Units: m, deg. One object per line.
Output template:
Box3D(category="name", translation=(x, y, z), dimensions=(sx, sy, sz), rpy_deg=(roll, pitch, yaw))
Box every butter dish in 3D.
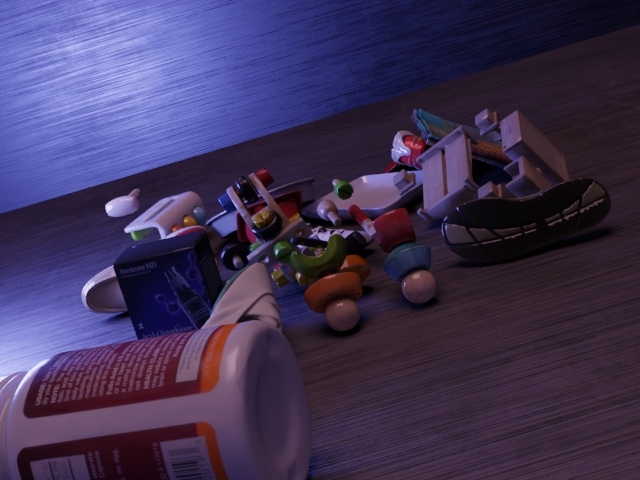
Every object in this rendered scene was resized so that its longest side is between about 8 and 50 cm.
Box3D(category="butter dish", translation=(-0.100, -0.021, 2.012), dimensions=(0.160, 0.118, 0.160), rpy_deg=(-21, -25, -13))

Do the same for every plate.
Box3D(category="plate", translation=(0.135, -0.107, 2.177), dimensions=(0.277, 0.045, 0.278), rpy_deg=(-2, 21, 42))

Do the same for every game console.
Box3D(category="game console", translation=(0.243, -0.204, 2.452), dimensions=(0.124, 0.085, 0.144), rpy_deg=(20, 26, 10))

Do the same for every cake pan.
Box3D(category="cake pan", translation=(-0.140, -0.075, 2.187), dimensions=(0.293, 0.054, 0.293), rpy_deg=(-23, -2, -1))

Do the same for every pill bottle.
Box3D(category="pill bottle", translation=(-0.229, 0.233, 1.065), dimensions=(0.393, 0.224, 0.224), rpy_deg=(-11, 17, 17))

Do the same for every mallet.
Box3D(category="mallet", translation=(0.018, 0.002, 1.560), dimensions=(0.062, 0.039, 0.190), rpy_deg=(-39, -25, 19))

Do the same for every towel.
Box3D(category="towel", translation=(0.374, -0.254, 2.214), dimensions=(0.272, 0.040, 0.370), rpy_deg=(16, 16, -4))

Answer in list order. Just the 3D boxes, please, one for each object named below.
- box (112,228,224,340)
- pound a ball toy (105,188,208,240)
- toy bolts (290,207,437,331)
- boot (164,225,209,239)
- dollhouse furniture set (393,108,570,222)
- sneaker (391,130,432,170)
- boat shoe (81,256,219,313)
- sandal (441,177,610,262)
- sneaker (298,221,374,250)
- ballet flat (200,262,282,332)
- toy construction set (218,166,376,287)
Box3D(category="box", translation=(-0.255, 0.102, 1.559), dimensions=(0.153, 0.207, 0.108), rpy_deg=(-14, 16, 9))
Box3D(category="pound a ball toy", translation=(-0.396, -0.056, 2.237), dimensions=(0.136, 0.208, 0.319), rpy_deg=(-12, 16, 15))
Box3D(category="toy bolts", translation=(0.093, 0.075, 1.538), dimensions=(0.229, 0.158, 0.218), rpy_deg=(-25, -25, 6))
Box3D(category="boot", translation=(-0.327, 0.048, 2.048), dimensions=(0.244, 0.088, 0.176), rpy_deg=(-36, 24, -31))
Box3D(category="dollhouse furniture set", translation=(0.338, -0.090, 1.884), dimensions=(0.356, 0.174, 0.303), rpy_deg=(-36, 30, 32))
Box3D(category="sneaker", translation=(0.292, -0.213, 2.238), dimensions=(0.118, 0.107, 0.279), rpy_deg=(20, 16, 37))
Box3D(category="boat shoe", translation=(-0.365, 0.096, 1.885), dimensions=(0.303, 0.109, 0.098), rpy_deg=(-12, 14, -4))
Box3D(category="sandal", translation=(0.374, -0.030, 1.604), dimensions=(0.303, 0.120, 0.086), rpy_deg=(-12, -11, 8))
Box3D(category="sneaker", translation=(0.000, 0.000, 1.878), dimensions=(0.237, 0.086, 0.085), rpy_deg=(-6, 18, 30))
Box3D(category="ballet flat", translation=(-0.137, 0.170, 1.408), dimensions=(0.139, 0.139, 0.400), rpy_deg=(-8, 22, 28))
Box3D(category="toy construction set", translation=(-0.033, -0.002, 1.692), dimensions=(0.309, 0.257, 0.237), rpy_deg=(-15, 26, -13))
